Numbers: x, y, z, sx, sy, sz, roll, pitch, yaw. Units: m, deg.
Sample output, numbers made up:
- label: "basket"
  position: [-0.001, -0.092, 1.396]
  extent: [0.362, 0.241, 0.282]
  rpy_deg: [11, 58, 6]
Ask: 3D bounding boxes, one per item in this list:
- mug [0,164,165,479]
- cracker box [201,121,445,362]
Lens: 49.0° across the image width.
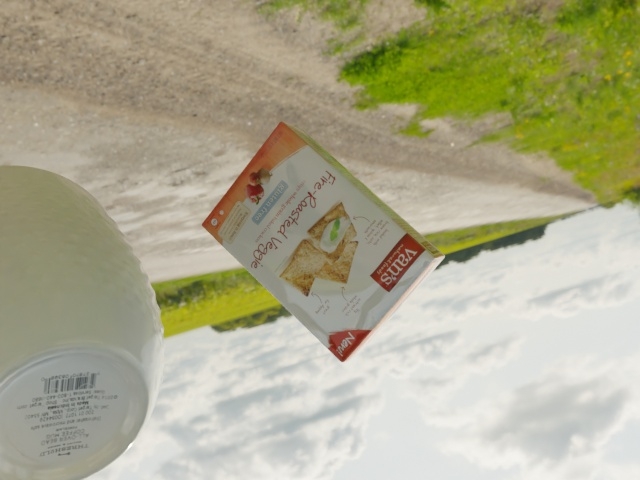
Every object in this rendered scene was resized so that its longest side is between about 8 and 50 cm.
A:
- label: "mug"
  position: [-0.354, 0.090, 0.744]
  extent: [0.374, 0.276, 0.328]
  rpy_deg: [14, -163, -37]
- label: "cracker box"
  position: [0.000, 0.000, 0.791]
  extent: [0.155, 0.232, 0.067]
  rpy_deg: [-51, 166, 13]
